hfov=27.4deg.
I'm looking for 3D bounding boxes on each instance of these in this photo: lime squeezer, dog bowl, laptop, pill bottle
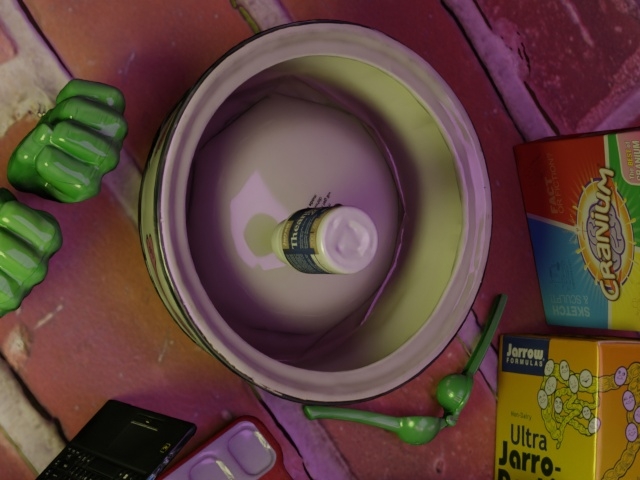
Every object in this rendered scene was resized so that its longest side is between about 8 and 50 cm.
[{"bbox_3d":[0.129,0.179,1.584,0.310,0.059,0.110,-28,72,-25],"label":"lime squeezer"},{"bbox_3d":[-0.018,-0.029,1.441,0.408,0.150,0.407,1,88,-30],"label":"dog bowl"},{"bbox_3d":[-0.286,0.219,1.239,0.264,0.234,0.136,-48,111,-20],"label":"laptop"},{"bbox_3d":[0.000,0.000,1.296,0.067,0.120,0.067,1,89,-29],"label":"pill bottle"}]

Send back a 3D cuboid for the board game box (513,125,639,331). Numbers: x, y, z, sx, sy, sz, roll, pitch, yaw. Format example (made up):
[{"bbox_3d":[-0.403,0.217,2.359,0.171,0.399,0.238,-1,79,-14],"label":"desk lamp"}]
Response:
[{"bbox_3d":[0.369,-0.013,1.560,0.064,0.316,0.242,-15,96,-28],"label":"board game box"}]

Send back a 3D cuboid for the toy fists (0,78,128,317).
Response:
[{"bbox_3d":[-0.284,-0.039,1.297,0.096,0.142,0.279,39,71,-23],"label":"toy fists"}]

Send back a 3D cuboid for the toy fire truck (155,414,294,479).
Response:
[{"bbox_3d":[-0.120,0.362,1.391,0.302,0.169,0.254,-34,80,-24],"label":"toy fire truck"}]

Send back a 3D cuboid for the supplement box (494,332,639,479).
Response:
[{"bbox_3d":[0.345,0.295,1.611,0.195,0.194,0.356,4,87,-29],"label":"supplement box"}]
